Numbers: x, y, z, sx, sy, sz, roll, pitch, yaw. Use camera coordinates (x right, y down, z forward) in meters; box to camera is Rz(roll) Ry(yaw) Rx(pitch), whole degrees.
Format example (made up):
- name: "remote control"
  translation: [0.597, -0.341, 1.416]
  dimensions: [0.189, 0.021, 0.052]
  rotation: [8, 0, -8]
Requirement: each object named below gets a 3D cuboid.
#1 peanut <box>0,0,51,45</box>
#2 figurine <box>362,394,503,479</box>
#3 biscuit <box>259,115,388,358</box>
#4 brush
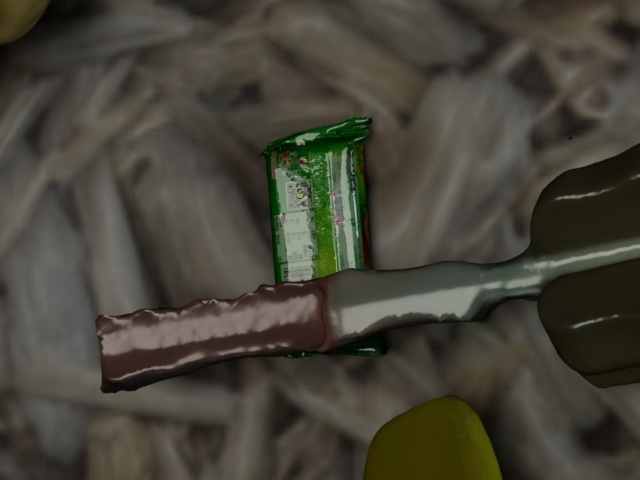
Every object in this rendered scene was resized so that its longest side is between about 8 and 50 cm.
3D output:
- name: "peanut"
  translation: [-0.234, -0.139, 0.674]
  dimensions: [0.305, 0.147, 0.147]
  rotation: [22, 95, 21]
- name: "figurine"
  translation: [-0.147, 0.138, 0.560]
  dimensions: [0.283, 0.338, 0.205]
  rotation: [-10, 73, 56]
- name: "biscuit"
  translation: [0.000, 0.000, 0.628]
  dimensions: [0.046, 0.016, 0.089]
  rotation: [-7, 84, 21]
- name: "brush"
  translation: [0.060, 0.017, 0.573]
  dimensions: [0.301, 0.071, 0.084]
  rotation: [-12, 72, 19]
